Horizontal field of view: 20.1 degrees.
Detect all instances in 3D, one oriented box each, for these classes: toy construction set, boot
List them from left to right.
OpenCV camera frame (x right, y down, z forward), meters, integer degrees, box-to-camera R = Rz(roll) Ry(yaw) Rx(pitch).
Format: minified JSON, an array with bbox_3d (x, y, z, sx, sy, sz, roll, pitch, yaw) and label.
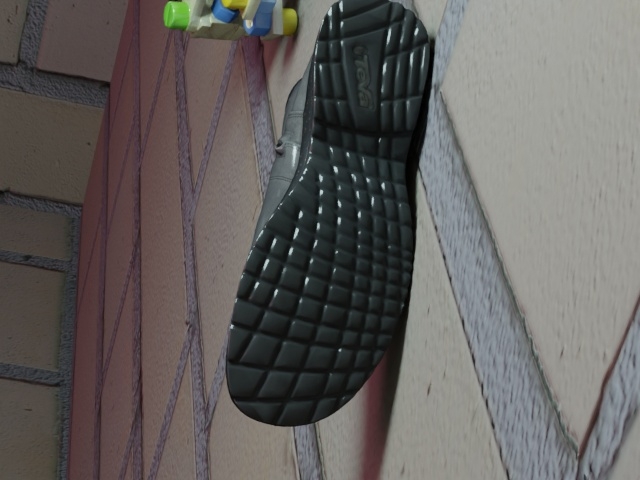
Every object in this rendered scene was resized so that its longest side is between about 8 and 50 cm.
[{"bbox_3d":[-0.099,-0.354,1.965,0.215,0.151,0.328,145,135,-59],"label":"toy construction set"},{"bbox_3d":[0.000,0.000,1.372,0.223,0.118,0.338,124,165,-70],"label":"boot"}]
